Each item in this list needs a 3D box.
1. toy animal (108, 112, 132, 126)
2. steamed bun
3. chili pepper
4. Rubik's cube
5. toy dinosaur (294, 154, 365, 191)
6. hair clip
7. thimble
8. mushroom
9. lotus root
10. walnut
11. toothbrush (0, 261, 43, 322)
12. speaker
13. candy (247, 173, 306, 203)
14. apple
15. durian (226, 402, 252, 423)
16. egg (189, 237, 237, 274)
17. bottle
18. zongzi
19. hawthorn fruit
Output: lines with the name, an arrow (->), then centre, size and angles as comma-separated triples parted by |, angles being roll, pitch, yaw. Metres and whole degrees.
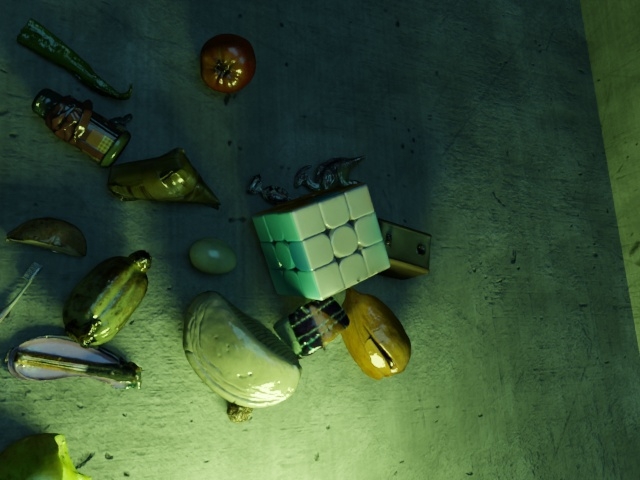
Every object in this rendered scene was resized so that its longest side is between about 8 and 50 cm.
toy animal -> -0.615, -0.367, 1.836 | 0.084, 0.028, 0.050 | -30, 91, -34
steamed bun -> -0.254, 0.333, 1.714 | 0.383, 0.247, 0.236 | 41, 85, -5
chili pepper -> -0.735, -0.534, 1.788 | 0.359, 0.076, 0.084 | 32, 91, -14
Rubik's cube -> 0.000, 0.000, 1.893 | 0.291, 0.292, 0.290 | -22, 101, -29
toy dinosaur -> 0.050, -0.219, 2.128 | 0.294, 0.077, 0.162 | -19, 85, -31
hair clip -> -0.662, 0.335, 1.615 | 0.359, 0.095, 0.110 | 16, 105, -16
thimble -> -0.033, 0.269, 1.883 | 0.237, 0.237, 0.150 | -32, 89, -31
mushroom -> -0.752, -0.016, 1.646 | 0.210, 0.072, 0.094 | 18, 60, -23
lotus root -> -0.582, 0.155, 1.649 | 0.173, 0.173, 0.309 | 42, 62, -13
walnut -> 0.171, 0.306, 1.987 | 0.209, 0.209, 0.336 | -27, 87, -31
toothbrush -> -0.855, 0.204, 1.561 | 0.029, 0.024, 0.354 | 33, 64, -11
speaker -> 0.256, 0.036, 2.107 | 0.231, 0.192, 0.153 | 16, 69, -25
candy -> -0.144, -0.157, 2.027 | 0.226, 0.051, 0.094 | 18, 59, -25
apple -> -0.680, 0.598, 1.437 | 0.246, 0.226, 0.246 | 6, 77, -28
durian -> -0.244, 0.512, 1.776 | 0.080, 0.091, 0.080 | 1, 63, -2
egg -> -0.331, 0.050, 1.831 | 0.152, 0.114, 0.114 | 18, 69, -28
bottle -> -0.699, -0.341, 1.724 | 0.271, 0.156, 0.143 | 35, 96, -16
zongzi -> -0.482, -0.153, 1.831 | 0.260, 0.289, 0.123 | -11, 64, 9
hawthorn fruit -> -0.302, -0.607, 1.995 | 0.196, 0.196, 0.225 | 39, 32, -14
